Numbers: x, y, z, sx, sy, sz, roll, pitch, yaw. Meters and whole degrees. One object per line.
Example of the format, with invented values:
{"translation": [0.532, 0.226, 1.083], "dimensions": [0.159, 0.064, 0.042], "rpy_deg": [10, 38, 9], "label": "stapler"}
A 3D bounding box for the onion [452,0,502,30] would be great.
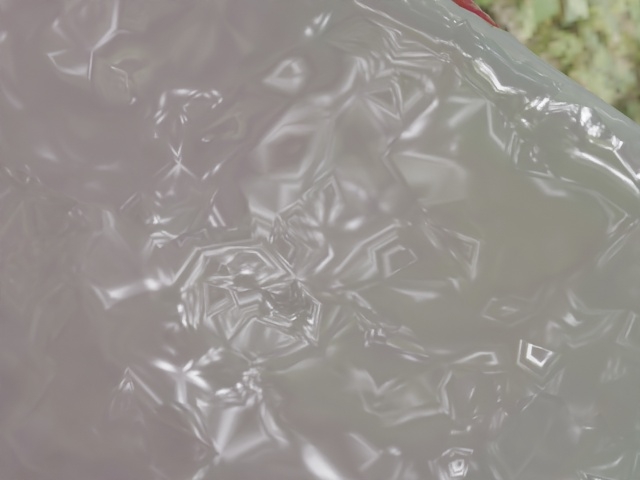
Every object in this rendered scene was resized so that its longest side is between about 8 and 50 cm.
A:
{"translation": [0.000, 0.000, 0.785], "dimensions": [0.195, 0.272, 0.272], "rpy_deg": [9, 78, -60], "label": "onion"}

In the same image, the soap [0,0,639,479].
{"translation": [-0.083, 0.050, 0.366], "dimensions": [0.296, 0.285, 0.107], "rpy_deg": [-54, 176, 4], "label": "soap"}
